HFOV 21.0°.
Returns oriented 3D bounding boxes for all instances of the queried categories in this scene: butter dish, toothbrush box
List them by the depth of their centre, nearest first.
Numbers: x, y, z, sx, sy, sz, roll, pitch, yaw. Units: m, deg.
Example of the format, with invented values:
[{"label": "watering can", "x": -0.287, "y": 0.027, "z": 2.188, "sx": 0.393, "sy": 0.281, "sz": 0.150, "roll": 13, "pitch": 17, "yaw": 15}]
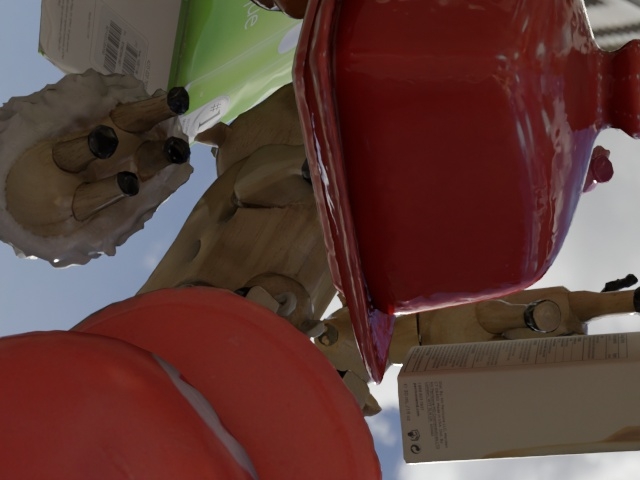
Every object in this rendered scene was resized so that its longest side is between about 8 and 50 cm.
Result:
[{"label": "butter dish", "x": 0.061, "y": -0.052, "z": 0.617, "sx": 0.160, "sy": 0.118, "sz": 0.160, "roll": -79, "pitch": 163, "yaw": -47}, {"label": "toothbrush box", "x": -0.022, "y": -0.209, "z": 1.038, "sx": 0.283, "sy": 0.122, "sz": 0.206, "roll": -37, "pitch": 158, "yaw": -34}]

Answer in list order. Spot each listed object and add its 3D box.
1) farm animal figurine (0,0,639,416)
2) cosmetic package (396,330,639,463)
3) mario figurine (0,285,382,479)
[{"label": "farm animal figurine", "x": 0.000, "y": 0.000, "z": 0.929, "sx": 0.172, "sy": 0.330, "sz": 0.327, "roll": -10, "pitch": -152, "yaw": 51}, {"label": "cosmetic package", "x": 0.094, "y": 0.068, "z": 0.751, "sx": 0.060, "sy": 0.115, "sz": 0.041, "roll": -41, "pitch": 126, "yaw": -75}, {"label": "mario figurine", "x": -0.025, "y": 0.095, "z": 0.475, "sx": 0.320, "sy": 0.198, "sz": 0.170, "roll": 86, "pitch": 6, "yaw": -67}]
